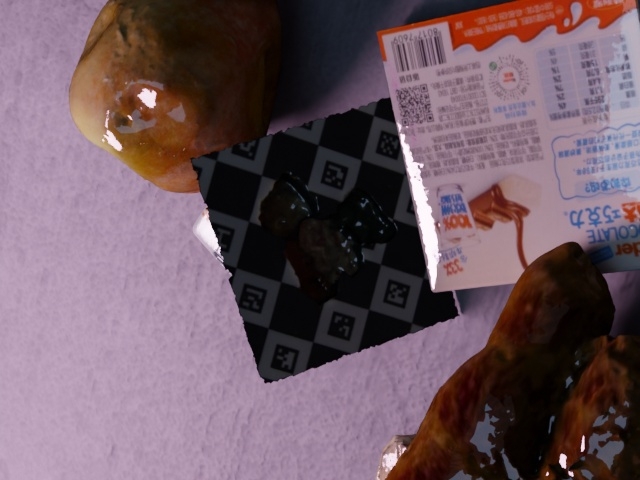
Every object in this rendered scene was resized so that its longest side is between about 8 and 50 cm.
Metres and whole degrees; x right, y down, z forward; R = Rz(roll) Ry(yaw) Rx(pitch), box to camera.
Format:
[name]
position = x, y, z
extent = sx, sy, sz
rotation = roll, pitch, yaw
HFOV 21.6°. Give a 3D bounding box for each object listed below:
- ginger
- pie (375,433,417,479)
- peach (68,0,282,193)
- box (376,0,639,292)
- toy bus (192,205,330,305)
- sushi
[ginger]
position = 0.183, 0.229, 1.534
extent = 0.254, 0.176, 0.418
rotation = 45, 109, 25
[pie]
position = 0.146, 0.285, 1.694
extent = 0.218, 0.052, 0.185
rotation = 8, 104, 29
[peach]
position = -0.134, -0.170, 1.672
extent = 0.214, 0.214, 0.235
rotation = 30, 97, 24
[box]
position = 0.200, -0.094, 1.568
extent = 0.273, 0.048, 0.265
rotation = -7, 98, 33
[toy bus]
position = -0.045, 0.020, 1.732
extent = 0.194, 0.089, 0.087
rotation = 47, 122, 14
[sushi]
position = 0.000, 0.000, 1.657
extent = 0.047, 0.220, 0.231
rotation = -12, 96, 70
